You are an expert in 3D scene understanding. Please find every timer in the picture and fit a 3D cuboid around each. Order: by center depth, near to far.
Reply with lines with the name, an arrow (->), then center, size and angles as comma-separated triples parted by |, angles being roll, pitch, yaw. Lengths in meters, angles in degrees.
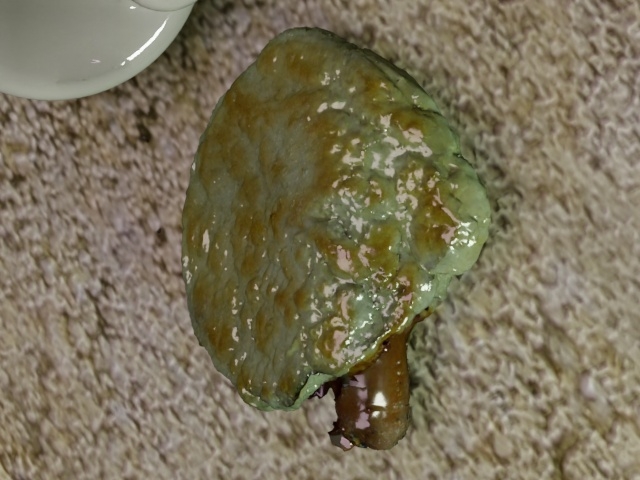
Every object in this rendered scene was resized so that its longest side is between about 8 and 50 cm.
timer -> -0.194, -0.215, 1.446 | 0.233, 0.240, 0.233 | -2, 102, -11

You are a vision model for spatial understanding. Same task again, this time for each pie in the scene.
pie -> -0.005, -0.007, 1.437 | 0.257, 0.105, 0.274 | 34, 112, 34
